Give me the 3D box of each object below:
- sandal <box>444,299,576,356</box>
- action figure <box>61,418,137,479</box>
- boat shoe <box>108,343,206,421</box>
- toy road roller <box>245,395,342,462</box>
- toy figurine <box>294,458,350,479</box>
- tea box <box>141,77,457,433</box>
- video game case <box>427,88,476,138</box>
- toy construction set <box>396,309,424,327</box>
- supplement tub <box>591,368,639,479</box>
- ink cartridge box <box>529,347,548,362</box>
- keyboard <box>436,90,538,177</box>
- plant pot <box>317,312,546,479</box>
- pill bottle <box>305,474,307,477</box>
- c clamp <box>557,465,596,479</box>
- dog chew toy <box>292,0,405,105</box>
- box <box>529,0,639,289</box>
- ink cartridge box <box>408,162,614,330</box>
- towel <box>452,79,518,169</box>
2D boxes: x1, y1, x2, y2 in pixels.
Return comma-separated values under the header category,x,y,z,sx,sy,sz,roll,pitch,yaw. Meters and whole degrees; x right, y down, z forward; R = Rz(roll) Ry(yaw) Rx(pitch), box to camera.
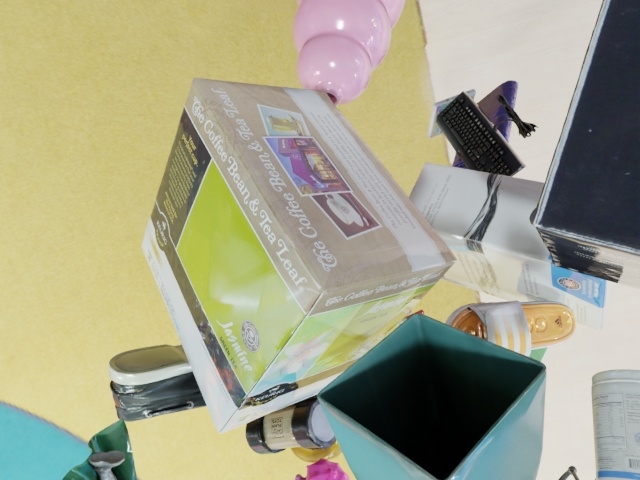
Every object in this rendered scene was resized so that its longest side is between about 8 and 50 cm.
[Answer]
category,x,y,z,sx,sy,sz,roll,pitch,yaw
sandal,0.322,0.140,0.799,0.265,0.076,0.102,-8,81,-18
action figure,-0.222,0.331,0.541,0.063,0.137,0.232,9,121,22
boat shoe,-0.176,0.236,0.834,0.340,0.127,0.113,-1,103,-38
toy road roller,-0.021,0.311,1.092,0.202,0.240,0.330,-25,62,38
toy figurine,0.001,0.462,0.860,0.173,0.130,0.159,-11,91,32
tea box,-0.062,0.016,0.676,0.329,0.219,0.324,58,136,26
video game case,0.418,-0.405,1.590,0.143,0.157,0.019,-22,64,-7
toy construction set,0.312,0.442,1.960,0.237,0.257,0.309,-18,115,-29
supplement tub,0.292,0.182,0.457,0.071,0.071,0.107,16,61,-3
ink cartridge box,0.401,0.281,1.064,0.062,0.209,0.109,46,145,2
keyboard,0.459,-0.302,1.358,0.201,0.317,0.033,-39,144,23
plant pot,0.133,0.241,0.540,0.165,0.165,0.234,-31,119,-30
pill bottle,0.015,0.574,1.114,0.116,0.065,0.065,37,102,5
c clamp,0.649,0.630,1.264,0.022,0.160,0.137,32,93,9
dog chew toy,0.042,-0.388,0.894,0.206,0.207,0.332,12,69,-2
box,0.373,-0.027,0.380,0.343,0.312,0.179,18,91,27
ink cartridge box,0.394,0.007,1.025,0.394,0.285,0.166,17,72,34
towel,0.551,-0.367,1.630,0.076,0.308,0.227,33,145,-16
